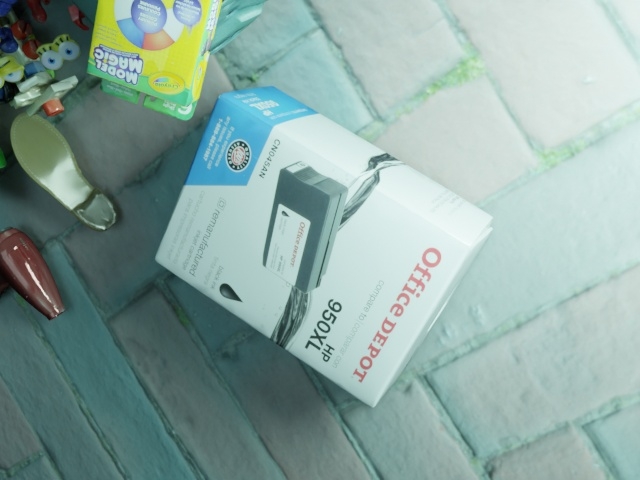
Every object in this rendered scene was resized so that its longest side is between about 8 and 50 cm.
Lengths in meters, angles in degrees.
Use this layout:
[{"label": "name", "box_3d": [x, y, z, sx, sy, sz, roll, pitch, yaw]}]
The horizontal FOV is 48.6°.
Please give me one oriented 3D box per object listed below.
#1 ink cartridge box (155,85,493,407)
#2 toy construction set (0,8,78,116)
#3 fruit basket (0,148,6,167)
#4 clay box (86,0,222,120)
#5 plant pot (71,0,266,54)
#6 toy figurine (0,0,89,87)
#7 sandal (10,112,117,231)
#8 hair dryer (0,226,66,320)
[{"label": "ink cartridge box", "box_3d": [0.000, 0.000, 1.016, 0.395, 0.166, 0.285, 32, 115, 13]}, {"label": "toy construction set", "box_3d": [-0.494, -0.341, 1.167, 0.215, 0.151, 0.327, -23, 83, 27]}, {"label": "fruit basket", "box_3d": [-0.733, -0.222, 1.262, 0.353, 0.165, 0.326, 15, 127, 29]}, {"label": "clay box", "box_3d": [-0.188, -0.252, 0.812, 0.128, 0.053, 0.222, 19, 115, 1]}, {"label": "plant pot", "box_3d": [-0.234, -0.419, 0.938, 0.341, 0.341, 0.334, -35, 96, 27]}, {"label": "toy figurine", "box_3d": [-0.535, -0.322, 0.972, 0.363, 0.217, 0.191, -17, 85, 3]}, {"label": "sandal", "box_3d": [-0.456, -0.108, 1.243, 0.240, 0.088, 0.079, 51, 154, -10]}, {"label": "hair dryer", "box_3d": [-0.603, 0.068, 1.371, 0.294, 0.080, 0.223, 24, 128, 23]}]
